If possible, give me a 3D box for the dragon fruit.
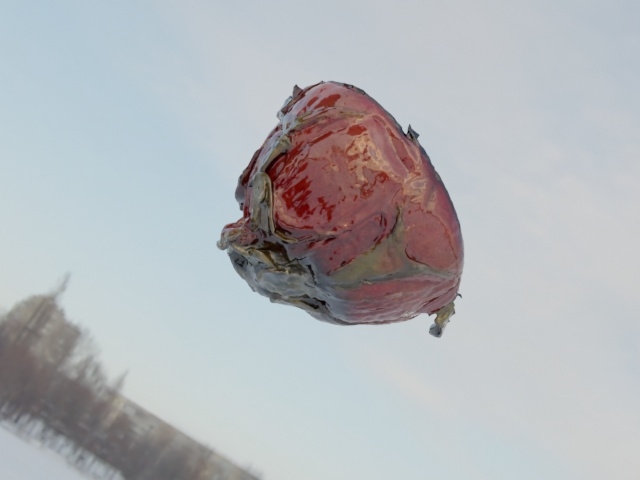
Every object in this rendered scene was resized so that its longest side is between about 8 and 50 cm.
[{"bbox_3d":[-0.002,-0.004,0.885,0.218,0.148,0.223,36,-32,36],"label":"dragon fruit"}]
